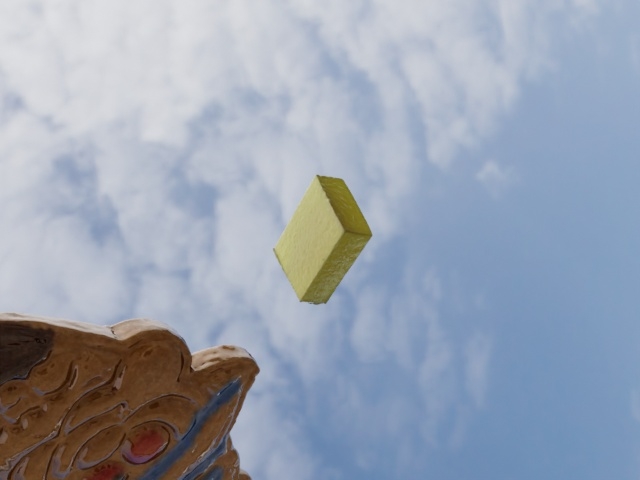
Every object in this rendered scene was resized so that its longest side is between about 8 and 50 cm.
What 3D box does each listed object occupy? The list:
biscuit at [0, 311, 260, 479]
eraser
[{"bbox_3d":[-0.130,0.113,0.666,0.183,0.043,0.280,-46,-43,2],"label":"biscuit"},{"bbox_3d":[0.000,0.000,1.339,0.045,0.122,0.097,5,-137,-35],"label":"eraser"}]
